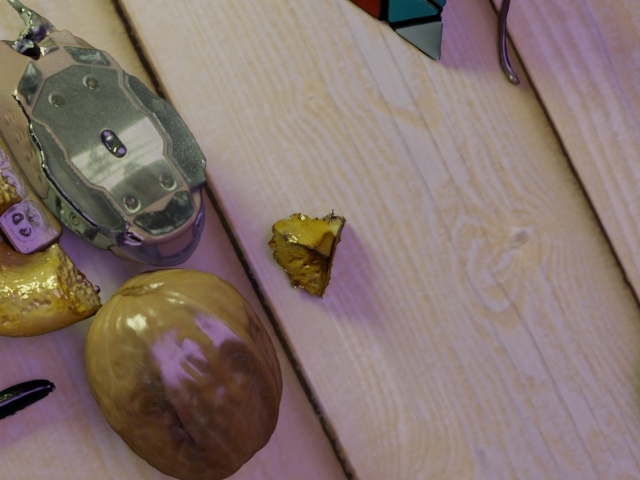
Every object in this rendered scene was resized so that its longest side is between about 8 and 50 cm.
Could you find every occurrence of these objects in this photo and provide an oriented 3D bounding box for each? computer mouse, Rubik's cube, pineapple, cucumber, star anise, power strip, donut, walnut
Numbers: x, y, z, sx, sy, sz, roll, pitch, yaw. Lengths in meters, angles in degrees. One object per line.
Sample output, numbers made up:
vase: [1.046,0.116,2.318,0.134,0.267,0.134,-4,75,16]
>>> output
computer mouse: [-0.285,-0.121,1.757,0.199,0.115,0.389,-32,82,-41]
Rubik's cube: [0.089,-0.432,1.963,0.250,0.284,0.234,13,55,15]
pineapple: [0.000,0.000,1.870,0.114,0.077,0.114,48,57,-13]
cucumber: [-0.395,0.201,1.719,0.184,0.033,0.036,-20,116,-21]
star anise: [0.296,-0.358,2.050,0.148,0.218,0.227,20,120,-46]
power strip: [-0.403,-0.103,1.747,0.064,0.044,0.305,-35,96,-19]
donut: [-0.382,0.026,1.693,0.152,0.101,0.259,-36,103,8]
walnut: [-0.152,0.155,1.719,0.225,0.225,0.261,-45,113,-19]
